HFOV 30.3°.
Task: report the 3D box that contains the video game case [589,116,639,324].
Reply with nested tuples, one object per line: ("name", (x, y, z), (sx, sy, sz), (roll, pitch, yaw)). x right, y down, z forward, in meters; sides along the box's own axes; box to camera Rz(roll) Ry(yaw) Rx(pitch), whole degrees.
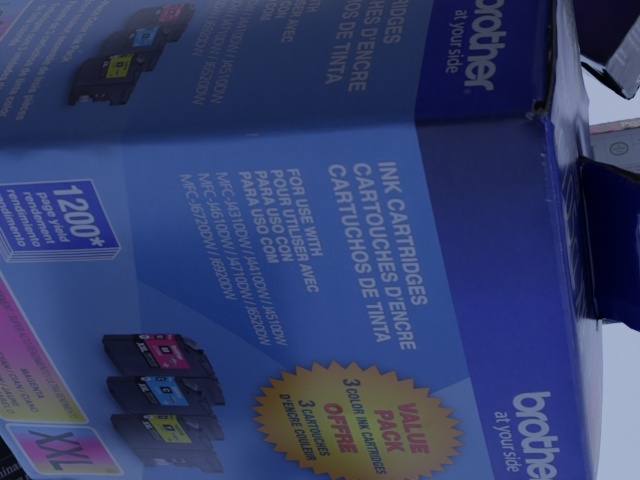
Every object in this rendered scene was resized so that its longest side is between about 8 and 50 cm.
("video game case", (0.338, -0.021, 1.179), (0.042, 0.232, 0.210), (-59, -43, -62))

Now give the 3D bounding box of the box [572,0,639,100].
("box", (0.145, -0.245, 0.800), (0.261, 0.184, 0.103), (36, -173, 24))

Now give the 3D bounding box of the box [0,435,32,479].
("box", (-0.252, 0.339, 1.276), (0.297, 0.480, 0.472), (-27, -109, 4))

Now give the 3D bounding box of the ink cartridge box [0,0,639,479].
("ink cartridge box", (0.000, 0.000, 0.608), (0.395, 0.270, 0.151), (-3, -136, 16))
